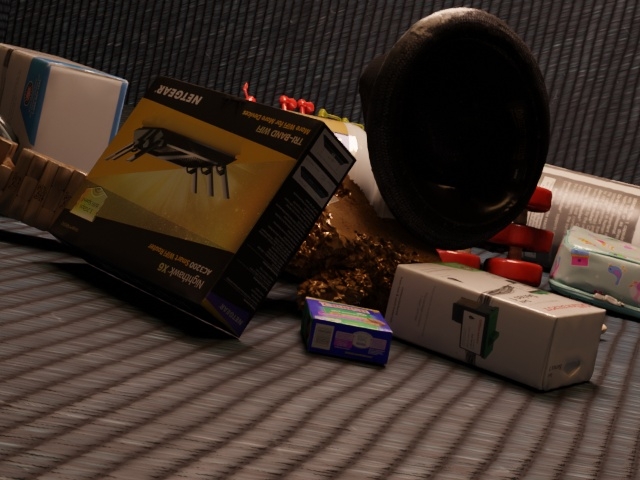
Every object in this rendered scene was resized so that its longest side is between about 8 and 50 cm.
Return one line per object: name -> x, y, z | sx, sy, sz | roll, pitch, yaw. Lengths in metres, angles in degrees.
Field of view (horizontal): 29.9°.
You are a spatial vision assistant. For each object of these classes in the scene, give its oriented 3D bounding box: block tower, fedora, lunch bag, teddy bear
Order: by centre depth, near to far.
teddy bear -> 0.000, 0.000, 1.527 | 0.338, 0.113, 0.245 | 10, 41, -45
block tower -> -0.409, -0.084, 1.534 | 0.335, 0.097, 0.091 | 24, 0, -8
fedora -> 0.154, -0.153, 1.609 | 0.334, 0.334, 0.152 | 6, 8, -37
lunch bag -> 0.522, 0.062, 2.103 | 0.224, 0.107, 0.279 | 20, 11, 11

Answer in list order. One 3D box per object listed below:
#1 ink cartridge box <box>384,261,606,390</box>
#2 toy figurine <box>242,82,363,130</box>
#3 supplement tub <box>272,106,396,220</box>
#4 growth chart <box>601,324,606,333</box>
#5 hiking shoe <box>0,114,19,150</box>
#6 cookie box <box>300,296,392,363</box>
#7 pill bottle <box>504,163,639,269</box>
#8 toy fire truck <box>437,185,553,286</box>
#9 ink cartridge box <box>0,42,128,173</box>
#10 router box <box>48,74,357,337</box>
ink cartridge box -> 0.213, 0.099, 1.453 | 0.219, 0.092, 0.160 | 18, 10, 32
toy figurine -> -0.092, -0.154, 2.389 | 0.217, 0.191, 0.363 | -24, -23, 39
supplement tub -> -0.053, -0.075, 1.738 | 0.316, 0.228, 0.228 | 10, 9, -13
growth chart -> 0.279, 0.108, 1.741 | 0.237, 0.021, 0.172 | 17, 10, 28
hiking shoe -> -0.574, -0.123, 1.677 | 0.304, 0.113, 0.132 | -2, 43, 30
cookie box -> 0.027, 0.100, 1.345 | 0.092, 0.040, 0.107 | 11, 8, -8
pill bottle -> 0.557, -0.018, 2.350 | 0.361, 0.204, 0.204 | 16, 9, 21
toy fire truck -> 0.243, -0.019, 2.080 | 0.302, 0.169, 0.254 | 9, -4, -25
ink cartridge box -> -0.425, -0.167, 1.810 | 0.129, 0.223, 0.307 | 8, 10, -33
router box -> -0.144, -0.051, 1.385 | 0.309, 0.243, 0.081 | 20, -18, 43
